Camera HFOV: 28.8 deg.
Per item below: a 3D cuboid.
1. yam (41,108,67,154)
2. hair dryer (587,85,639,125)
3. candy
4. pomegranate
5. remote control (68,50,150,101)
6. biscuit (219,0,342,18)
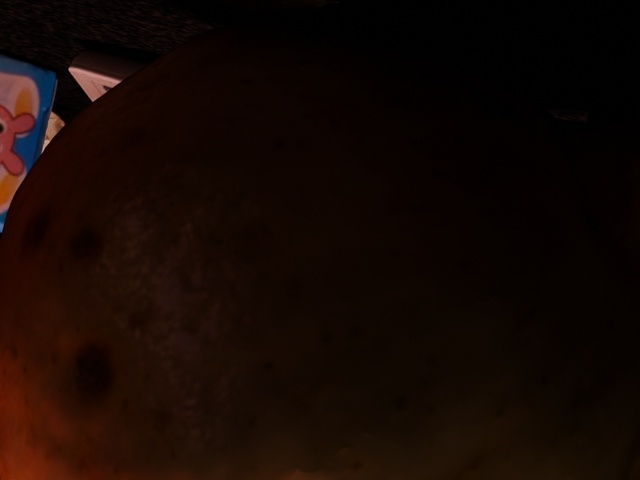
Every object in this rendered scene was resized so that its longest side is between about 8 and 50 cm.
[{"bbox_3d":[-0.419,-0.137,1.537,0.083,0.083,0.371,15,177,-36],"label":"yam"},{"bbox_3d":[0.164,-0.058,0.818,0.219,0.075,0.195,20,172,41],"label":"hair dryer"},{"bbox_3d":[-0.390,-0.105,1.204,0.306,0.157,0.100,11,176,42],"label":"candy"},{"bbox_3d":[0.031,0.049,0.664,0.410,0.410,0.410,13,177,1],"label":"pomegranate"},{"bbox_3d":[-0.035,-0.095,0.978,0.313,0.055,0.109,16,169,8],"label":"remote control"},{"bbox_3d":[-0.003,-0.120,0.497,0.064,0.034,0.199,15,177,-26],"label":"biscuit"}]
